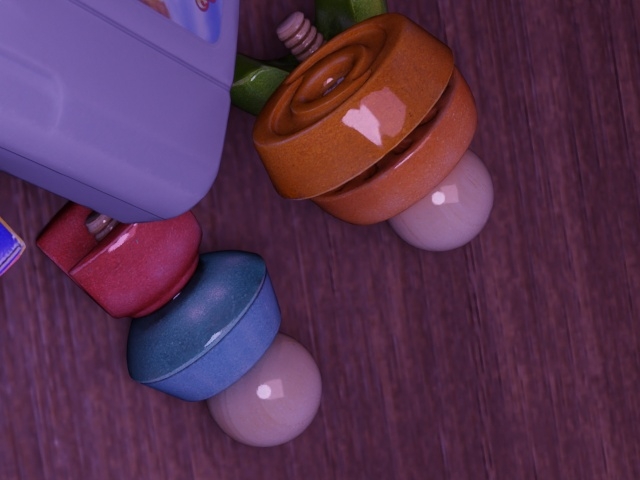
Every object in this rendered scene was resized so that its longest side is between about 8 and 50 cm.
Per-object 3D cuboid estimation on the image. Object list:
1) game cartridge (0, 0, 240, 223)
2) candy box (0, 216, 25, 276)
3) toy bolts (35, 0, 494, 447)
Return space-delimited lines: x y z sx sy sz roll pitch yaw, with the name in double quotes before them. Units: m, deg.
"game cartridge" -0.104 -0.167 0.821 0.198 0.062 0.297 21 62 -54
"candy box" -0.286 -0.072 0.747 0.122 0.268 0.317 -45 106 -16
"toy bolts" 0.000 0.000 0.929 0.228 0.218 0.158 -42 112 -2
